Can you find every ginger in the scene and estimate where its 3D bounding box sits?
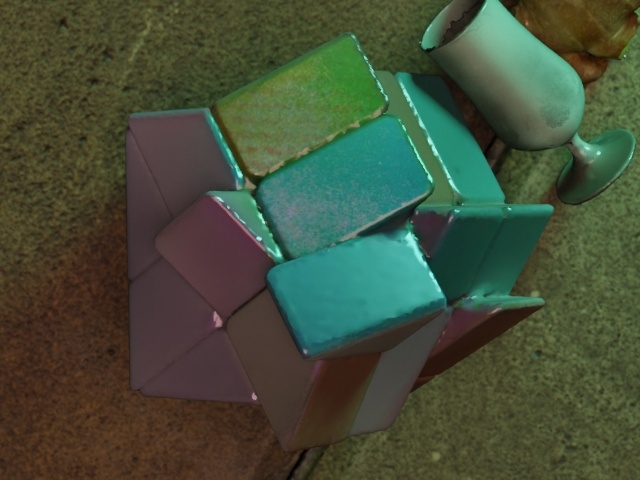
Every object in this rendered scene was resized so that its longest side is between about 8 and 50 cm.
[{"bbox_3d":[0.277,-0.263,1.764,0.157,0.102,0.216,33,112,-8],"label":"ginger"}]

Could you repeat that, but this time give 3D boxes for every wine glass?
[{"bbox_3d":[0.204,-0.145,1.752,0.231,0.103,0.103,42,95,-22],"label":"wine glass"}]

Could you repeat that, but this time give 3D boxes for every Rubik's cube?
[{"bbox_3d":[0.000,0.000,1.690,0.368,0.358,0.387,2,94,37],"label":"Rubik's cube"}]
